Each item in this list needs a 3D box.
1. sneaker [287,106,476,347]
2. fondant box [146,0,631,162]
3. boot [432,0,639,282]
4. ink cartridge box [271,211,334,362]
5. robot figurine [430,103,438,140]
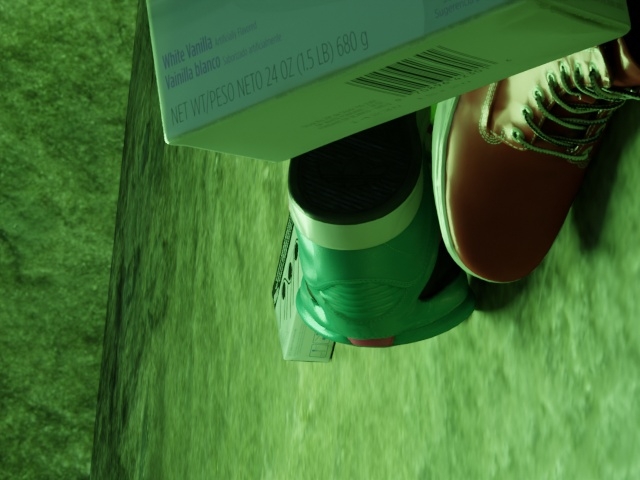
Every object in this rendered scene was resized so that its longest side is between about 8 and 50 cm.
[{"bbox_3d":[0.052,-0.029,1.327,0.295,0.124,0.178,-68,-22,-52],"label":"sneaker"},{"bbox_3d":[0.011,-0.231,1.001,0.238,0.096,0.330,-19,73,37],"label":"fondant box"},{"bbox_3d":[0.130,-0.067,1.035,0.176,0.088,0.244,-115,35,-64],"label":"boot"},{"bbox_3d":[0.000,0.000,1.727,0.097,0.046,0.207,-102,20,-50],"label":"ink cartridge box"},{"bbox_3d":[0.102,-0.093,1.212,0.101,0.067,0.115,133,139,-76],"label":"robot figurine"}]
